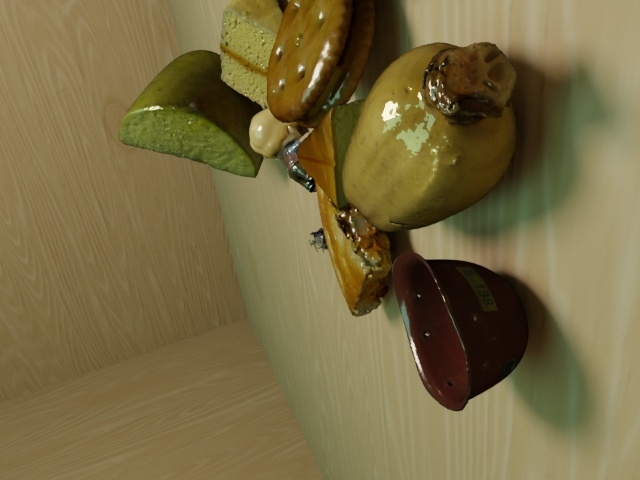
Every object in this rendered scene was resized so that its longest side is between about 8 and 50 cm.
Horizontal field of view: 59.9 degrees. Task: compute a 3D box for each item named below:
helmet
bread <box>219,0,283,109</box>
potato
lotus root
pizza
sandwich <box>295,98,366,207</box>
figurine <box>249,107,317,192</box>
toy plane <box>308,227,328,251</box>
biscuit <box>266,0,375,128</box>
[{"bbox_3d":[0.154,0.081,0.590,0.175,0.106,0.155,-122,22,-48],"label":"helmet"},{"bbox_3d":[-0.124,-0.376,1.074,0.266,0.142,0.178,126,140,-70],"label":"bread"},{"bbox_3d":[-0.251,-0.333,1.260,0.213,0.330,0.280,133,150,-60],"label":"potato"},{"bbox_3d":[0.101,-0.091,0.540,0.146,0.131,0.303,47,163,4],"label":"lotus root"},{"bbox_3d":[0.064,0.003,0.863,0.229,0.081,0.289,-137,31,-73],"label":"pizza"},{"bbox_3d":[0.038,-0.148,0.729,0.187,0.117,0.144,-124,24,-52],"label":"sandwich"},{"bbox_3d":[-0.058,-0.185,1.097,0.196,0.108,0.114,46,166,21],"label":"figurine"},{"bbox_3d":[0.000,0.000,1.194,0.049,0.031,0.121,65,163,-4],"label":"toy plane"},{"bbox_3d":[-0.007,-0.252,0.710,0.220,0.066,0.220,-29,56,56],"label":"biscuit"}]
